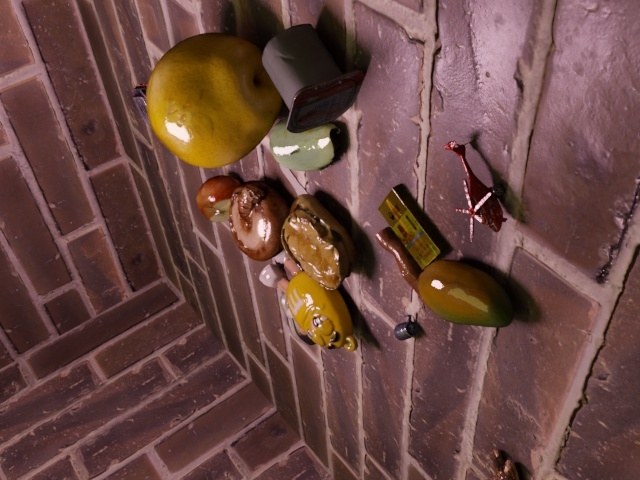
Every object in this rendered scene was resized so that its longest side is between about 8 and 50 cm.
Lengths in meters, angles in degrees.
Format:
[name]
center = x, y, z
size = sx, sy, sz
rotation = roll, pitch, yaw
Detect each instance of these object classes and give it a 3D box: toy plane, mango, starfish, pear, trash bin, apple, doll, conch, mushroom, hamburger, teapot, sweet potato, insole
[toy plane]
center = 0.306, -0.104, 1.405
size = 0.194, 0.077, 0.126
rotation = 59, 155, 20
[mango]
center = 0.323, 0.125, 1.585
size = 0.251, 0.114, 0.156
rotation = 21, 129, 57
[starfish]
center = 0.513, 0.678, 1.937
size = 0.216, 0.071, 0.238
rotation = 21, 127, 63
[pear]
center = -0.296, -0.386, 1.936
size = 0.418, 0.362, 0.362
rotation = -15, 107, 38
[trash bin]
center = -0.494, -0.485, 2.353
size = 0.184, 0.238, 0.161
rotation = 15, 134, 56
[apple]
center = -0.364, -0.156, 2.565
size = 0.160, 0.173, 0.195
rotation = 49, 151, 17
[doll]
center = -0.037, 0.163, 2.326
size = 0.423, 0.161, 0.348
rotation = 16, 115, 48
[conch]
center = -0.030, -0.250, 1.877
size = 0.250, 0.137, 0.144
rotation = 15, 106, 34
[mushroom]
center = -0.197, -0.075, 2.310
size = 0.297, 0.163, 0.278
rotation = 47, 144, 38
[hamburger]
center = 0.000, 0.002, 2.075
size = 0.285, 0.134, 0.265
rotation = 45, 147, 18
[teapot]
center = 0.245, 0.249, 1.990
size = 0.049, 0.064, 0.083
rotation = 29, 156, -10
[sweet potato]
center = 0.241, 0.084, 1.772
size = 0.281, 0.059, 0.067
rotation = 55, 155, 11
[insole]
center = -0.072, -0.167, 2.173
size = 0.197, 0.004, 0.065
rotation = 54, 157, 11

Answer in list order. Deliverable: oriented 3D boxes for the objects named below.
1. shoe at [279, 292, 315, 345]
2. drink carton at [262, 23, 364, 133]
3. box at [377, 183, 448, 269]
[shoe]
center = -0.062, 0.283, 2.589
size = 0.112, 0.099, 0.228
rotation = -22, 98, 59
[drink carton]
center = -0.038, -0.379, 1.634
size = 0.190, 0.185, 0.191
rotation = 56, 159, 15
[box]
center = 0.222, -0.033, 1.711
size = 0.193, 0.030, 0.121
rotation = 54, 156, 11
